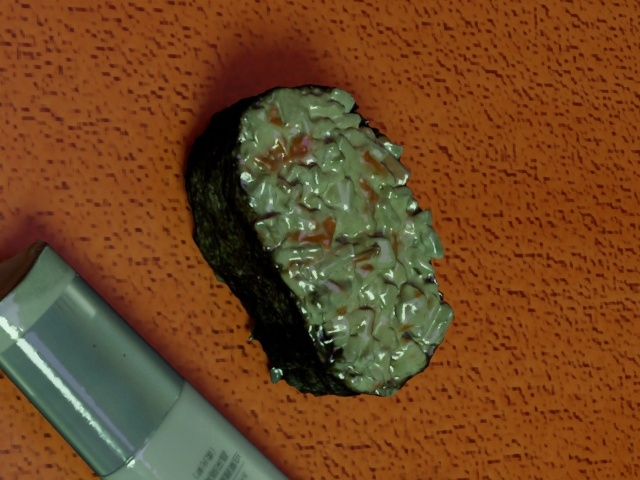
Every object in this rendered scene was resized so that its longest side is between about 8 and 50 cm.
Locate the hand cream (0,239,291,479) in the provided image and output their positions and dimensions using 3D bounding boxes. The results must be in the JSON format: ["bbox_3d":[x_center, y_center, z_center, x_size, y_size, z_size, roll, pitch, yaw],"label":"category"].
[{"bbox_3d":[-0.060,0.108,0.711,0.255,0.048,0.079,48,59,-20],"label":"hand cream"}]

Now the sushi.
[{"bbox_3d":[0.000,0.000,0.734,0.090,0.078,0.150,-30,101,-27],"label":"sushi"}]
